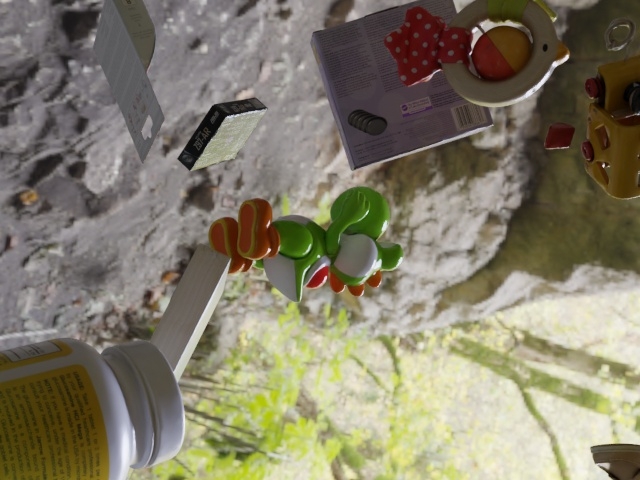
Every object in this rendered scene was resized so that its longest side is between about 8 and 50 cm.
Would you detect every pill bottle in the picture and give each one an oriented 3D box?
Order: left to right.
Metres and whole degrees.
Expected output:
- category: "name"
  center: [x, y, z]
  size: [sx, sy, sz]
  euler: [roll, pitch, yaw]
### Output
- category: "pill bottle"
  center: [-0.320, 0.208, 0.911]
  size: [0.334, 0.188, 0.188]
  euler: [-11, 108, -37]

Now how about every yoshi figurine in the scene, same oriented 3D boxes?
- category: "yoshi figurine"
  center: [-0.007, -0.024, 1.577]
  size: [0.362, 0.203, 0.203]
  euler: [5, 119, -36]

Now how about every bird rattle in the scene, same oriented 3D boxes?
- category: "bird rattle"
  center: [0.231, -0.283, 1.241]
  size: [0.207, 0.253, 0.143]
  euler: [59, 3, 24]

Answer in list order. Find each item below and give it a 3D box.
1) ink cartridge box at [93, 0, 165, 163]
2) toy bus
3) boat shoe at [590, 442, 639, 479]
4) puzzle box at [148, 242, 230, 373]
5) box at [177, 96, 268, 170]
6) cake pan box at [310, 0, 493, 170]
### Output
- category: "ink cartridge box"
  center: [-0.297, -0.270, 1.440]
  size: [0.066, 0.189, 0.232]
  euler: [-25, 83, -27]
- category: "toy bus"
  center: [0.411, -0.153, 1.142]
  size: [0.202, 0.104, 0.191]
  euler: [22, 116, -33]
- category: "boat shoe"
  center: [0.395, 0.292, 1.091]
  size: [0.170, 0.063, 0.059]
  euler: [24, 61, -35]
- category: "puzzle box"
  center: [-0.245, 0.218, 1.264]
  size: [0.409, 0.052, 0.272]
  euler: [-64, -177, -16]
- category: "box"
  center: [-0.091, -0.101, 0.829]
  size: [0.067, 0.018, 0.083]
  euler: [-52, 170, 26]
- category: "cake pan box"
  center: [0.142, -0.273, 1.505]
  size: [0.070, 0.266, 0.246]
  euler: [162, -91, -84]
